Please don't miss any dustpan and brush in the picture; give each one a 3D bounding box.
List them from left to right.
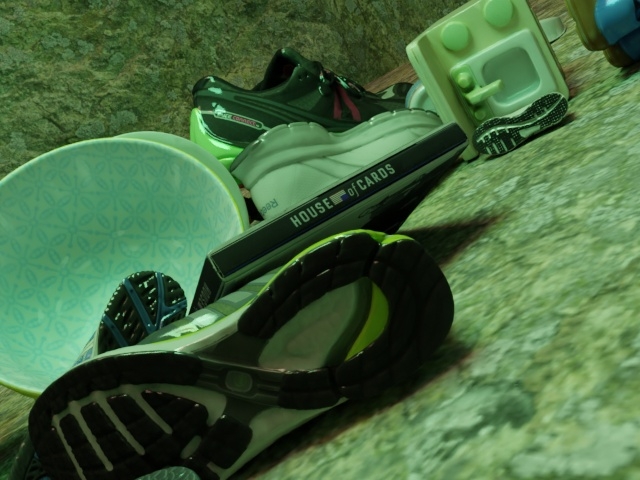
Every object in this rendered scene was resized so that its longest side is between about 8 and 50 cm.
[{"bbox_3d":[0.382,-0.364,1.286,0.147,0.060,0.211,-15,10,16],"label":"dustpan and brush"}]

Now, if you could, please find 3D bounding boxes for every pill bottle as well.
[{"bbox_3d":[0.172,-0.202,1.055,0.087,0.087,0.160,-30,12,11],"label":"pill bottle"}]

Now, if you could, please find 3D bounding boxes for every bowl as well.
[{"bbox_3d":[-0.214,0.052,0.738,0.289,0.289,0.156,-36,-26,-19],"label":"bowl"}]

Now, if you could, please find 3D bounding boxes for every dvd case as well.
[{"bbox_3d":[0.000,0.000,0.591,0.238,0.030,0.179,-29,-13,-26],"label":"dvd case"}]

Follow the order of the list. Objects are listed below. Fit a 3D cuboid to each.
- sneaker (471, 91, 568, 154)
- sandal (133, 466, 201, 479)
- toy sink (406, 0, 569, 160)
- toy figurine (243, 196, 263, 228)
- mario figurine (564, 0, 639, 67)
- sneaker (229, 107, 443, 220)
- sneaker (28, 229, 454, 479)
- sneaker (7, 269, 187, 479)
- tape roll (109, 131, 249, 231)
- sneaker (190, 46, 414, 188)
[{"bbox_3d":[0.216,-0.122,0.755,0.109,0.040,0.043,-22,-1,29],"label":"sneaker"},{"bbox_3d":[-0.171,0.202,0.395,0.254,0.055,0.097,-19,22,15],"label":"sandal"},{"bbox_3d":[0.215,-0.220,0.860,0.131,0.153,0.234,-26,12,27],"label":"toy sink"},{"bbox_3d":[-0.159,-0.108,1.212,0.148,0.213,0.209,-40,2,44],"label":"toy figurine"},{"bbox_3d":[0.410,-0.309,0.688,0.320,0.170,0.198,-24,12,40],"label":"mario figurine"},{"bbox_3d":[0.044,-0.065,0.778,0.297,0.129,0.111,-17,-12,-33],"label":"sneaker"},{"bbox_3d":[-0.053,0.086,0.464,0.299,0.111,0.121,-25,1,10],"label":"sneaker"},{"bbox_3d":[-0.168,0.128,0.553,0.211,0.080,0.081,-64,6,-30],"label":"sneaker"},{"bbox_3d":[-0.230,-0.012,0.923,0.246,0.246,0.169,-35,13,-16],"label":"tape roll"},{"bbox_3d":[0.005,-0.221,1.141,0.482,0.202,0.185,-17,3,-41],"label":"sneaker"}]
